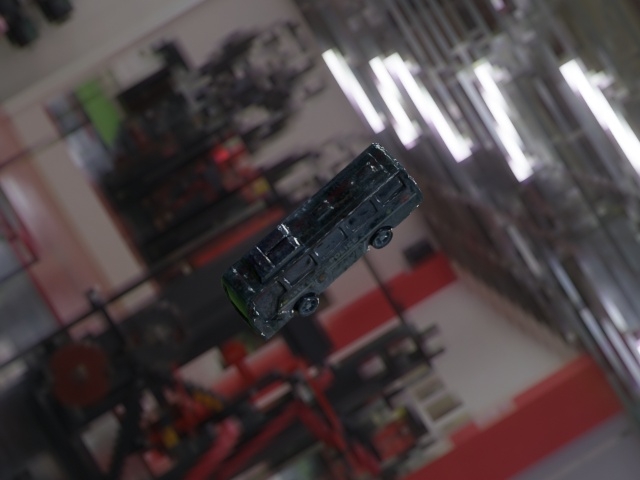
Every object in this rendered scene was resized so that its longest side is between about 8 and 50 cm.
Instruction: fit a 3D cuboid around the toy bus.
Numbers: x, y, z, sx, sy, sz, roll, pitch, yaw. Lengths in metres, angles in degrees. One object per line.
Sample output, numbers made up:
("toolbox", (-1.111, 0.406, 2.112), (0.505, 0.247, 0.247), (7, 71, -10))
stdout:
("toy bus", (0.000, 0.000, 1.488), (0.047, 0.166, 0.065), (46, -4, 35))
